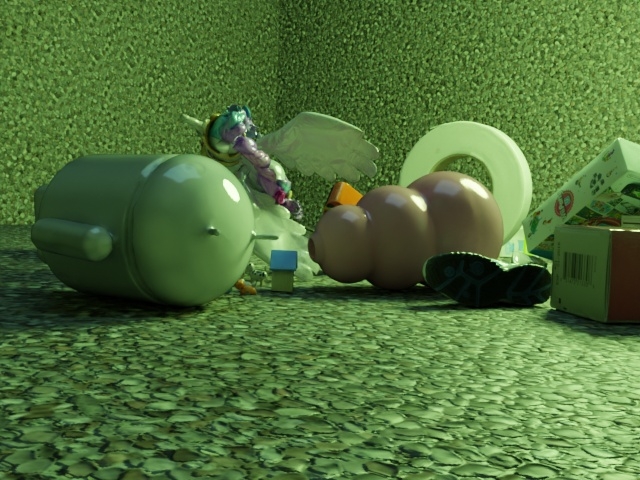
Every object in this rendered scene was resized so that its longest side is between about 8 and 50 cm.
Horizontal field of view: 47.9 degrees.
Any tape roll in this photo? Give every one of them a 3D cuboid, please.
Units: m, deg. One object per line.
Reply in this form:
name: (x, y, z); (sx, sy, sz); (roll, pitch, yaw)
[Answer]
tape roll: (0.404, -0.144, 2.053); (0.391, 0.393, 0.072); (4, 4, 34)

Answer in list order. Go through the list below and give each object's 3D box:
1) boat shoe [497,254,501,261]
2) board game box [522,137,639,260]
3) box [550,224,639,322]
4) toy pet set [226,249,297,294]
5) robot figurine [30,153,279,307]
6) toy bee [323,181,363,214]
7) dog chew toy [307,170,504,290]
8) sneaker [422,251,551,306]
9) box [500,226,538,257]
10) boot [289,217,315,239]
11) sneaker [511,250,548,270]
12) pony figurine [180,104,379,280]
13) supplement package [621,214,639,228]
boat shoe: (0.378, 0.040, 1.676); (0.062, 0.059, 0.170); (2, 3, -13)
board game box: (0.617, -0.062, 1.535); (0.223, 0.098, 0.303); (15, -38, -20)
box: (0.468, 0.045, 1.022); (0.232, 0.127, 0.148); (1, 3, -12)
toy pet set: (-0.095, 0.047, 1.150); (0.114, 0.065, 0.122); (2, 4, 0)
robot figurine: (-0.235, -0.017, 0.979); (0.353, 0.200, 0.299); (4, 12, 32)
toy bee: (0.115, 0.008, 1.500); (0.195, 0.298, 0.162); (-44, 2, -37)
dog chew toy: (0.139, -0.006, 1.218); (0.331, 0.207, 0.206); (-8, 6, -20)
sneaker: (0.244, 0.064, 1.091); (0.211, 0.080, 0.081); (11, -7, -20)
box: (0.551, -0.008, 2.182); (0.203, 0.114, 0.103); (3, 4, 1)
boot: (0.000, 0.000, 2.091); (0.228, 0.091, 0.263); (8, 8, 11)
sneaker: (0.457, 0.052, 1.579); (0.061, 0.054, 0.152); (7, 5, 32)
pony figurine: (-0.115, -0.122, 1.367); (0.350, 0.303, 0.363); (29, -8, -12)
supplement package: (0.749, 0.027, 1.385); (0.261, 0.145, 0.204); (1, 3, -5)
